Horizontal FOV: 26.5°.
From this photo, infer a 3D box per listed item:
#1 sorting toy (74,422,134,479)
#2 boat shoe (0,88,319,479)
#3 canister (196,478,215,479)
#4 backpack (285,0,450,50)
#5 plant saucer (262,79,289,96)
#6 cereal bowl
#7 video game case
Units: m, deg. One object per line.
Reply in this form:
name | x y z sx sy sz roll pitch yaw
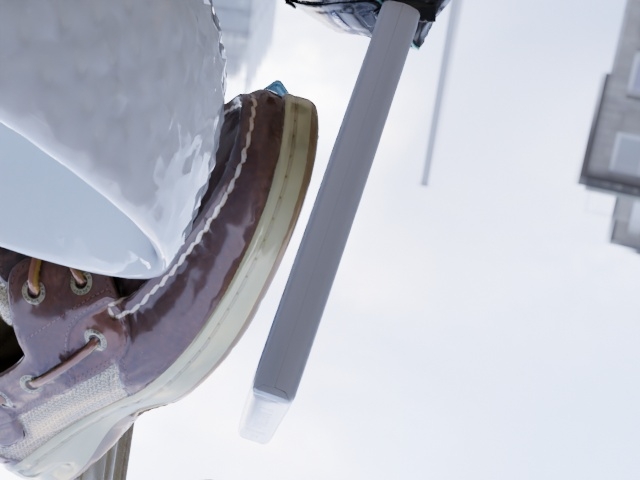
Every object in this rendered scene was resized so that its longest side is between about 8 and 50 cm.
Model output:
sorting toy | -0.188 0.214 1.088 0.041 0.229 0.307 15 173 -24
boat shoe | -0.129 0.025 0.751 0.123 0.342 0.123 26 -134 -23
canister | -0.135 0.328 1.337 0.073 0.170 0.126 -1 164 -29
backpack | 0.026 -0.258 1.190 0.166 0.144 0.188 37 168 -26
plant saucer | -0.098 -0.069 1.219 0.192 0.067 0.018 -32 -160 12
cereal bowl | -0.181 -0.118 0.497 0.339 0.141 0.339 22 168 5
video game case | 0.000 0.000 1.158 0.036 0.329 0.300 18 165 -1
